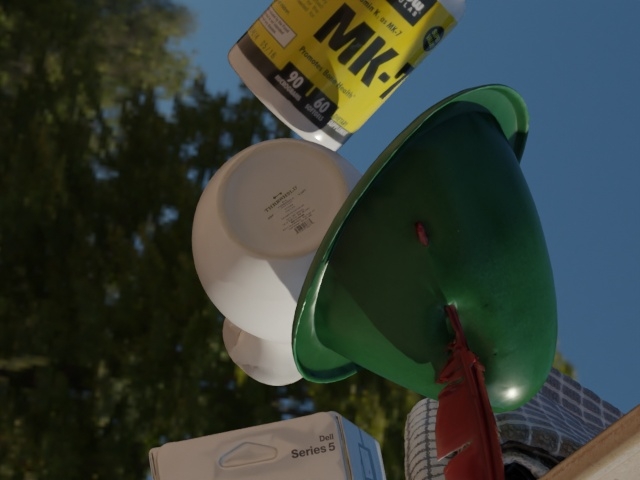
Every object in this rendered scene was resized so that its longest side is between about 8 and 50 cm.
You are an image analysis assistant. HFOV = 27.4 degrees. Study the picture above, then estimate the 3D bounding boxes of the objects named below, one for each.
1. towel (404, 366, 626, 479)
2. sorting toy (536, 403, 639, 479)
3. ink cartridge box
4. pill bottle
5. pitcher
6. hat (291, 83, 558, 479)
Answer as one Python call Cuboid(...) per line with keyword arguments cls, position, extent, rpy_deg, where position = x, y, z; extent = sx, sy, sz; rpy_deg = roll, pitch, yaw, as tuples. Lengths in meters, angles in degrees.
Cuboid(cls="towel", position=(0.192, 0.187, 0.836), extent=(0.121, 0.283, 0.235), rpy_deg=(-56, -177, 7))
Cuboid(cls="sorting toy", position=(0.150, 0.102, 0.444), extent=(0.208, 0.193, 0.038), rpy_deg=(-45, -148, 44))
Cuboid(cls="ink cartridge box", position=(-0.042, 0.267, 1.386), extent=(0.273, 0.198, 0.115), rpy_deg=(52, 26, -72))
Cuboid(cls="pill bottle", position=(0.037, -0.180, 1.024), extent=(0.208, 0.119, 0.119), rpy_deg=(-47, -151, 10))
Cuboid(cls="pitcher", position=(0.000, 0.000, 0.901), extent=(0.125, 0.177, 0.207), rpy_deg=(45, -15, 19))
Cuboid(cls="hat", position=(0.104, 0.058, 0.637), extent=(0.183, 0.173, 0.208), rpy_deg=(39, -52, 26))
